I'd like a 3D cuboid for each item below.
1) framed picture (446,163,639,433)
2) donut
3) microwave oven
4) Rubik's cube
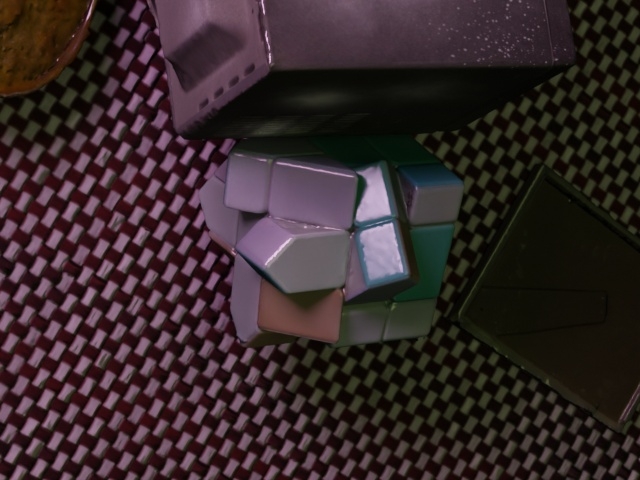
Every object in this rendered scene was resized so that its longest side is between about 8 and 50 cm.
[{"bbox_3d":[0.292,0.070,2.219,0.281,0.019,0.209,36,82,-27],"label":"framed picture"},{"bbox_3d":[-0.303,-0.266,1.780,0.272,0.107,0.272,-24,122,-46],"label":"donut"},{"bbox_3d":[0.009,-0.330,1.812,0.374,0.236,0.432,-3,78,-26],"label":"microwave oven"},{"bbox_3d":[0.000,0.000,1.928,0.213,0.265,0.224,-5,120,-31],"label":"Rubik's cube"}]
